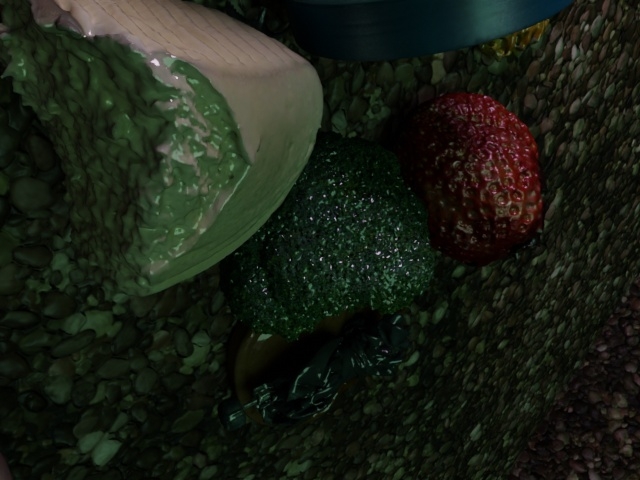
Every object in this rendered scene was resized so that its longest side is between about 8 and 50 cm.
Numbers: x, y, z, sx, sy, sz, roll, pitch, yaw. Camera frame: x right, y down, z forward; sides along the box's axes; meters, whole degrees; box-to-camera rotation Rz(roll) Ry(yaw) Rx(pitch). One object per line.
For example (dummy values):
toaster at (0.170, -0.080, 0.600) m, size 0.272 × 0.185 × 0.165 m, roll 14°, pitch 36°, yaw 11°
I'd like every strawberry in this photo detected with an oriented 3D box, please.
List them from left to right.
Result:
strawberry at (0.234, -0.103, 0.918) m, size 0.288 × 0.250 × 0.238 m, roll 26°, pitch 131°, yaw -24°

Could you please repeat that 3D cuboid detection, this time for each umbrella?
umbrella at (0.002, 0.224, 0.896) m, size 0.348 × 0.094 × 0.144 m, roll -18°, pitch 120°, yaw -28°

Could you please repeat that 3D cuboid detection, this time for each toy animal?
toy animal at (-0.081, -0.267, 0.685) m, size 0.084 × 0.050 × 0.028 m, roll 18°, pitch 67°, yaw -8°

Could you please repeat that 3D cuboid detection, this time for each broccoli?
broccoli at (0.000, 0.000, 0.732) m, size 0.307 × 0.308 × 0.275 m, roll -27°, pitch 149°, yaw -25°

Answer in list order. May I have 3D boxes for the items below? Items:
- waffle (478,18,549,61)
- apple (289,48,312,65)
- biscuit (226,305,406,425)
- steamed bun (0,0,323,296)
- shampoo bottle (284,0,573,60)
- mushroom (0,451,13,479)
waffle at (0.332, -0.445, 0.906) m, size 0.280 × 0.060 × 0.262 m, roll 30°, pitch 93°, yaw -45°
apple at (-0.046, -0.207, 0.718) m, size 0.089 × 0.074 × 0.090 m, roll -11°, pitch 104°, yaw -50°
biscuit at (0.009, 0.163, 0.980) m, size 0.380 × 0.074 × 0.359 m, roll -26°, pitch 130°, yaw -23°
steamed bun at (-0.169, -0.099, 0.549) m, size 0.273 × 0.290 × 0.273 m, roll -12°, pitch 135°, yaw -44°
shampoo bottle at (0.090, -0.405, 0.538) m, size 0.331 × 0.331 × 0.343 m, roll -33°, pitch 130°, yaw -21°
mushroom at (-0.450, 0.270, 0.629) m, size 0.236 × 0.174 × 0.162 m, roll -5°, pitch 168°, yaw 2°
